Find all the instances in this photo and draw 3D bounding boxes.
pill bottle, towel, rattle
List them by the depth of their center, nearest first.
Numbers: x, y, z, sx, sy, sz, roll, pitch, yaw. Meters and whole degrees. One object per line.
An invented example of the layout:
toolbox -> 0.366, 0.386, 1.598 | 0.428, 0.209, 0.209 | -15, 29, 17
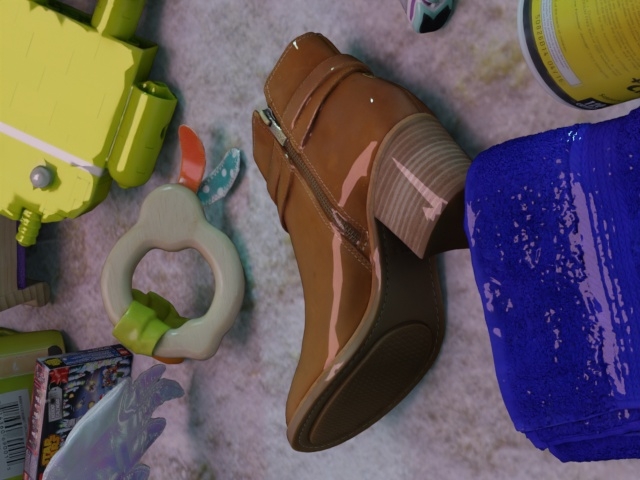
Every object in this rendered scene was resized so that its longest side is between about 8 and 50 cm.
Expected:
pill bottle -> 0.214, -0.145, 1.075 | 0.184, 0.103, 0.103 | -13, 86, 53
towel -> 0.216, 0.027, 1.112 | 0.308, 0.076, 0.227 | -14, 92, 52
rattle -> -0.116, 0.008, 1.585 | 0.130, 0.143, 0.199 | 2, 82, 20

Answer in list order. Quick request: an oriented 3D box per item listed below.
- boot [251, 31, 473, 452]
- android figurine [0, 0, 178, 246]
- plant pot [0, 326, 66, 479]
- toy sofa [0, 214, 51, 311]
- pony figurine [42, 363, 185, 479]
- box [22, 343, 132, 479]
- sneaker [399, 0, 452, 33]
boot -> 0.000, 0.000, 1.368 | 0.220, 0.109, 0.283 | 45, 128, 36
android figurine -> -0.255, -0.130, 1.625 | 0.248, 0.056, 0.273 | 26, 106, 9
plant pot -> -0.367, 0.201, 1.794 | 0.207, 0.227, 0.228 | -9, 89, 45
toy sofa -> -0.347, -0.114, 1.787 | 0.150, 0.177, 0.362 | 8, 104, 26
pony figurine -> -0.214, 0.322, 1.563 | 0.363, 0.351, 0.303 | 37, 134, 18
box -> -0.234, 0.171, 1.713 | 0.027, 0.094, 0.137 | 34, 123, 44
sneaker -> 0.077, -0.206, 1.291 | 0.069, 0.038, 0.098 | 57, 136, 27
